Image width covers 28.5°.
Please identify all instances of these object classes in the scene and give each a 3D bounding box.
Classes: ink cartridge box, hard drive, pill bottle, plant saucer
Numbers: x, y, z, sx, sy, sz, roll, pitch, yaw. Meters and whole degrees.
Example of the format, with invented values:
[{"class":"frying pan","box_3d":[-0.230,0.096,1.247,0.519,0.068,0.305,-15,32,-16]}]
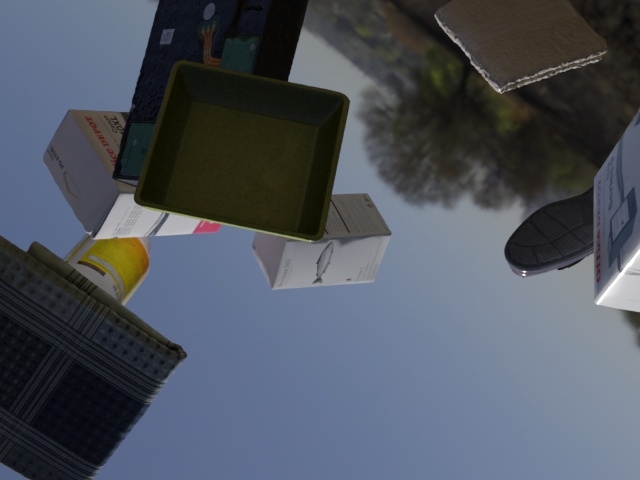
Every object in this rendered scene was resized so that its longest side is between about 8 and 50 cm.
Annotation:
[{"class":"ink cartridge box","box_3d":[-0.260,-0.098,1.855,0.237,0.100,0.172,-3,-131,-46]},{"class":"hard drive","box_3d":[-0.128,-0.222,1.549,0.064,0.338,0.237,21,170,-42]},{"class":"pill bottle","box_3d":[-0.337,0.049,1.947,0.117,0.117,0.215,40,-152,-6]},{"class":"ink cartridge box","box_3d":[0.452,-0.054,1.632,0.122,0.211,0.289,9,153,-3]},{"class":"plant saucer","box_3d":[-0.077,-0.083,1.282,0.188,0.188,0.045,12,148,-1]}]

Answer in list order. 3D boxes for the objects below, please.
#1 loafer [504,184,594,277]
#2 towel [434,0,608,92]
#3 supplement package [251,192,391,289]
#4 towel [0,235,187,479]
[{"class":"loafer","box_3d":[0.421,-0.024,1.971,0.109,0.303,0.095,49,167,33]},{"class":"towel","box_3d":[0.347,-0.353,2.141,0.282,0.049,0.187,-22,-115,-35]},{"class":"supplement package","box_3d":[0.000,0.000,1.942,0.179,0.105,0.105,-4,-137,-25]},{"class":"towel","box_3d":[-0.406,0.183,1.812,0.324,0.312,0.056,35,-163,-8]}]
